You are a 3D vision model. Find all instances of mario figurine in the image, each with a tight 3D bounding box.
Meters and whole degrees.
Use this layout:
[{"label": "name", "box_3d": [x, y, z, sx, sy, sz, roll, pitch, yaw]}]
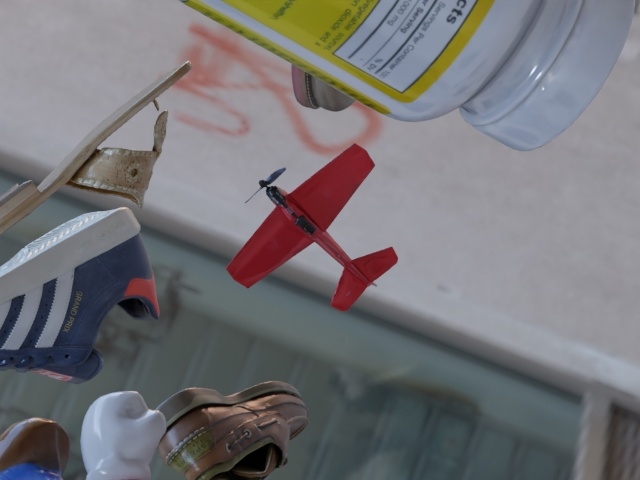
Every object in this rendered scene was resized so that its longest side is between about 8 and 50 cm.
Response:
[{"label": "mario figurine", "box_3d": [-0.067, 0.205, 1.037, 0.198, 0.320, 0.170, 27, -95, -49]}]

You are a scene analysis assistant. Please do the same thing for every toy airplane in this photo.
[{"label": "toy airplane", "box_3d": [0.000, 0.000, 1.343, 0.151, 0.151, 0.028, -69, 24, 18]}]

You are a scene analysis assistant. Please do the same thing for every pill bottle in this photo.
[{"label": "pill bottle", "box_3d": [0.028, -0.194, 1.072, 0.188, 0.334, 0.188, -50, 23, 30]}]

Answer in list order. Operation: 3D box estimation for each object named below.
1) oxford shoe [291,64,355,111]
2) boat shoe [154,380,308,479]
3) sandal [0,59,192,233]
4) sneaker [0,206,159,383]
[{"label": "oxford shoe", "box_3d": [0.073, -0.204, 1.354, 0.123, 0.130, 0.348, -55, -5, -37]}, {"label": "boat shoe", "box_3d": [-0.092, 0.236, 1.926, 0.111, 0.104, 0.307, -47, -21, 20]}, {"label": "sandal", "box_3d": [-0.187, -0.052, 1.432, 0.240, 0.079, 0.088, -38, 11, -12]}, {"label": "sneaker", "box_3d": [-0.307, 0.098, 1.676, 0.350, 0.148, 0.131, -29, 13, -28]}]
